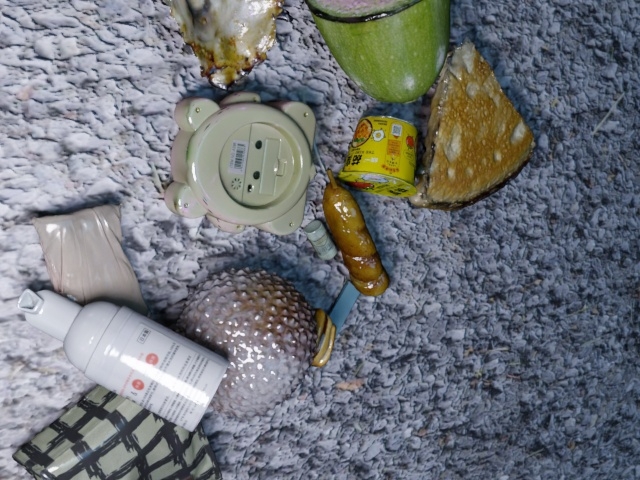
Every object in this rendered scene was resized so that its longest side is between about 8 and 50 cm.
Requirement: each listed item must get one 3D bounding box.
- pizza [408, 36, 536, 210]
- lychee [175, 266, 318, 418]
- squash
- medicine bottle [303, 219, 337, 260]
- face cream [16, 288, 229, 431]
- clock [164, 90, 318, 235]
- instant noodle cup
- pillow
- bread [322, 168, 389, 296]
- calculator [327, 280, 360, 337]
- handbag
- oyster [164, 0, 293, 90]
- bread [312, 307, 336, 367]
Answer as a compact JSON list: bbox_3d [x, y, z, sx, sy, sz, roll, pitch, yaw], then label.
[{"bbox_3d":[0.352,-0.221,2.258,0.435,0.080,0.392,45,71,-36],"label":"pizza"},{"bbox_3d":[-0.146,0.200,1.792,0.300,0.300,0.300,-10,106,-38],"label":"lychee"},{"bbox_3d":[0.152,-0.449,1.930,0.310,0.310,0.309,-51,143,-20],"label":"squash"},{"bbox_3d":[0.000,0.000,2.026,0.047,0.047,0.083,-45,125,-24],"label":"medicine bottle"},{"bbox_3d":[-0.352,0.188,1.603,0.369,0.145,0.145,29,78,-3],"label":"face cream"},{"bbox_3d":[-0.157,-0.155,1.821,0.309,0.114,0.284,3,99,-39],"label":"clock"},{"bbox_3d":[0.139,-0.190,2.027,0.182,0.182,0.144,19,78,-41],"label":"instant noodle cup"},{"bbox_3d":[-0.412,0.054,1.672,0.173,0.067,0.270,-22,118,-28],"label":"pillow"},{"bbox_3d":[0.067,-0.016,2.041,0.084,0.124,0.344,-28,122,-6],"label":"bread"},{"bbox_3d":[0.038,0.179,2.117,0.057,0.018,0.172,40,73,-40],"label":"calculator"},{"bbox_3d":[-0.365,0.424,1.738,0.325,0.162,0.327,-40,124,-31],"label":"handbag"},{"bbox_3d":[-0.220,-0.459,1.709,0.221,0.096,0.361,-51,127,-13],"label":"oyster"},{"bbox_3d":[-0.018,0.209,1.961,0.077,0.200,0.116,23,80,-12],"label":"bread"}]
